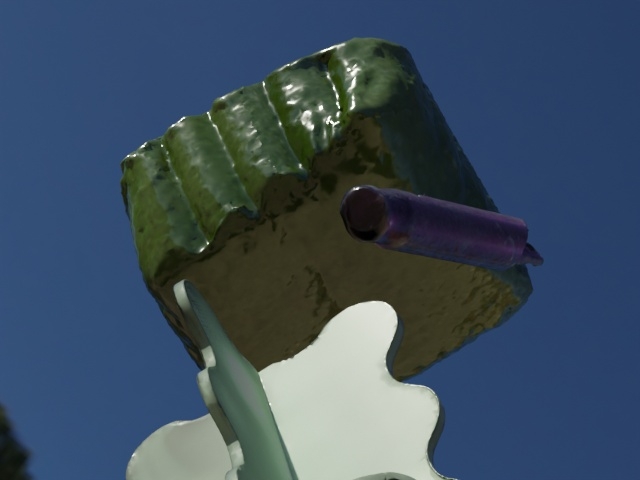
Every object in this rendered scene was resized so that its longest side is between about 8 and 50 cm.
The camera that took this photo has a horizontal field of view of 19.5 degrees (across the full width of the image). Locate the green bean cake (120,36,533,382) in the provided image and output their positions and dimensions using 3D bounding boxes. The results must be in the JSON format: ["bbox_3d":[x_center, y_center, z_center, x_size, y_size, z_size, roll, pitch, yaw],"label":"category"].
[{"bbox_3d":[0.000,0.000,1.183,0.125,0.222,0.248,62,1,39],"label":"green bean cake"}]

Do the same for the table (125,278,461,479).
[{"bbox_3d":[-0.014,0.118,0.877,0.198,0.167,0.166,-113,177,-56],"label":"table"}]

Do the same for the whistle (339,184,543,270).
[{"bbox_3d":[0.069,-0.005,0.993,0.033,0.033,0.176,10,-1,35],"label":"whistle"}]
